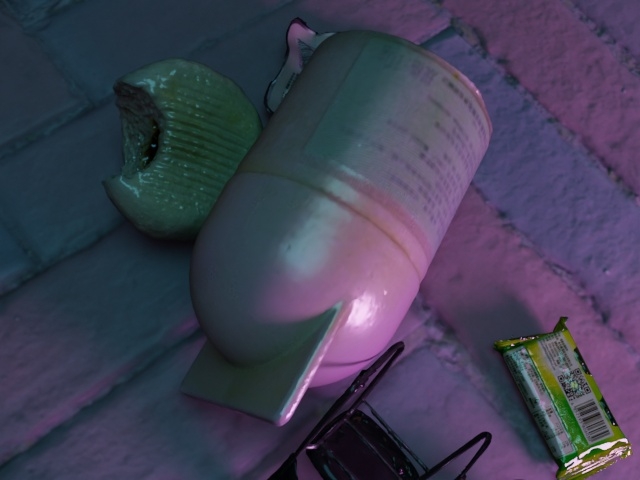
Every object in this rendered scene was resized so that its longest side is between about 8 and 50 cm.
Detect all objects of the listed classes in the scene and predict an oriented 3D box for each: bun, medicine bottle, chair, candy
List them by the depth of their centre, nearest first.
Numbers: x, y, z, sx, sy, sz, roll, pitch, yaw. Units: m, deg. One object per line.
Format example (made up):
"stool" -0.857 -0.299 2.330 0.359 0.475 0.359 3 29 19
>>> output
"chair" 0.042 0.241 0.788 0.140 0.221 0.145 46 26 13
"medicine bottle" 0.000 0.000 0.809 0.235 0.236 0.406 28 70 5
"candy" 0.282 0.184 0.878 0.102 0.032 0.178 -20 72 -11
"bun" -0.173 -0.106 0.895 0.204 0.126 0.212 40 71 -18

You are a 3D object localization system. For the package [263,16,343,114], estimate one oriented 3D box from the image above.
"package" 0.045 -0.207 1.018 0.231 0.040 0.166 14 68 -10

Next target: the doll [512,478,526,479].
"doll" 0.182 0.318 0.788 0.195 0.070 0.096 -33 90 -12
